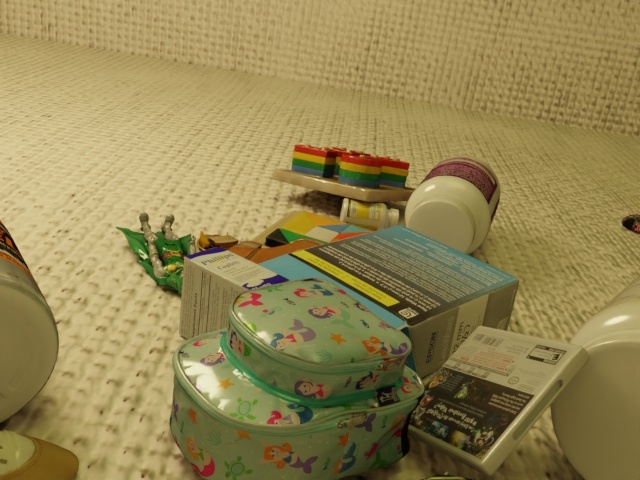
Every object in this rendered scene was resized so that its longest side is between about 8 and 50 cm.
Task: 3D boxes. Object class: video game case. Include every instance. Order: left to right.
[{"bbox_3d":[0.189,0.175,0.839,0.173,0.022,0.190,-43,16,-17],"label":"video game case"}]

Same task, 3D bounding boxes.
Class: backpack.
[{"bbox_3d":[-0.034,0.161,0.804,0.254,0.191,0.225,-13,32,-34],"label":"backpack"}]

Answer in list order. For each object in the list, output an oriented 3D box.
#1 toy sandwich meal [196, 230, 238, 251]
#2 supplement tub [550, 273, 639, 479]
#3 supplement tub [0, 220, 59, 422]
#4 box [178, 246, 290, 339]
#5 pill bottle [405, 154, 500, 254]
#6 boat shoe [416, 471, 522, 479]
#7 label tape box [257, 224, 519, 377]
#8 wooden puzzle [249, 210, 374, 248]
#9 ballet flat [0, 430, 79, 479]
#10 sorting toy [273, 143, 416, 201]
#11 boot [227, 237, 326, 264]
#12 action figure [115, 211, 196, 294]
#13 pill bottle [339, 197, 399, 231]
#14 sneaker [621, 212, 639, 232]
[{"bbox_3d":[-0.185,0.002,1.321,0.086,0.029,0.085,8,22,-3],"label":"toy sandwich meal"},{"bbox_3d":[0.439,0.165,0.896,0.235,0.235,0.325,24,26,32],"label":"supplement tub"},{"bbox_3d":[-0.440,0.065,0.852,0.194,0.193,0.316,-6,27,-34],"label":"supplement tub"},{"bbox_3d":[-0.120,0.092,0.998,0.137,0.126,0.072,24,27,31],"label":"box"},{"bbox_3d":[0.264,-0.062,1.468,0.169,0.169,0.301,15,22,15],"label":"pill bottle"},{"bbox_3d":[0.130,0.267,0.735,0.219,0.077,0.070,-1,25,-19],"label":"boat shoe"},{"bbox_3d":[0.098,0.093,1.107,0.348,0.115,0.249,-16,33,-42],"label":"label tape box"},{"bbox_3d":[0.000,0.000,1.379,0.221,0.044,0.239,17,23,20],"label":"wooden puzzle"},{"bbox_3d":[-0.345,0.214,0.683,0.232,0.073,0.080,-4,26,-30],"label":"ballet flat"},{"bbox_3d":[0.074,-0.155,1.635,0.255,0.089,0.257,16,12,33],"label":"sorting toy"},{"bbox_3d":[-0.076,0.053,1.191,0.197,0.073,0.152,1,19,13],"label":"boot"},{"bbox_3d":[-0.250,0.023,1.212,0.137,0.063,0.232,1,27,-27],"label":"action figure"},{"bbox_3d":[0.101,-0.049,1.511,0.116,0.065,0.065,9,22,-3],"label":"pill bottle"},{"bbox_3d":[0.793,-0.029,1.770,0.119,0.047,0.057,16,34,20],"label":"sneaker"}]
